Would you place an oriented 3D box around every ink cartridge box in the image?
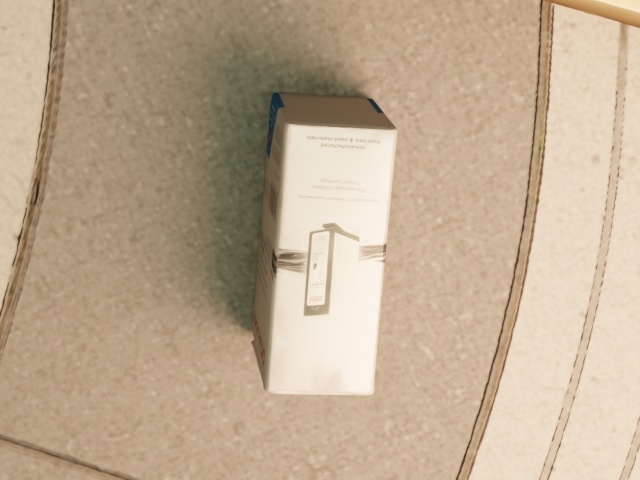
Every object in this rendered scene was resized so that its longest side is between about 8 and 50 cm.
[{"bbox_3d":[0.000,0.000,1.267,0.086,0.148,0.203,3,104,-7],"label":"ink cartridge box"}]

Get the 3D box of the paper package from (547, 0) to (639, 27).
[{"bbox_3d":[0.226,-0.315,1.201,0.325,0.168,0.309,14,100,-7],"label":"paper package"}]
